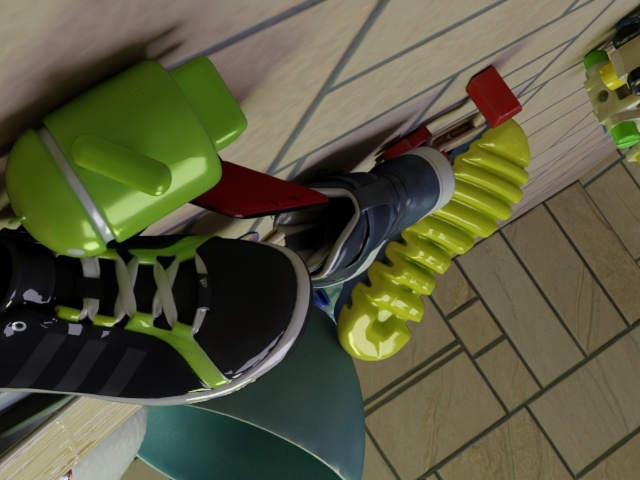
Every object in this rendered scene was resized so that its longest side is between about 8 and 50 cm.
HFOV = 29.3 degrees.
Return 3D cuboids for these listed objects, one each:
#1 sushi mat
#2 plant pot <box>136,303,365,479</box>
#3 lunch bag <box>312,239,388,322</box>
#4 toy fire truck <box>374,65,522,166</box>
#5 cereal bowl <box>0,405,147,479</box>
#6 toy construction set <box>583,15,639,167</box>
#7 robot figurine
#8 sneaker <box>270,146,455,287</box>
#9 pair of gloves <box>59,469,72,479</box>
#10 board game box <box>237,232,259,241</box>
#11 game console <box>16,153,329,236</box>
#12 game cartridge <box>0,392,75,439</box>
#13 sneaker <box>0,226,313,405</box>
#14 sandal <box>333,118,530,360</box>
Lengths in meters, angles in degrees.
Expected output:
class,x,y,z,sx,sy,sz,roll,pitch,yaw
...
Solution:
class,x,y,z,sx,sy,sz,roll,pitch,yaw
sushi mat,-0.148,0.113,0.978,0.316,0.019,0.151,-40,165,-16
plant pot,-0.070,0.172,1.411,0.290,0.290,0.195,-45,-159,58
lunch bag,0.059,0.035,1.616,0.176,0.090,0.219,-33,173,-12
toy fire truck,0.120,-0.095,1.194,0.135,0.047,0.192,-35,174,-4
cereal bowl,-0.307,0.242,1.187,0.339,0.141,0.339,-34,172,-5
toy construction set,0.432,-0.213,1.373,0.215,0.151,0.327,14,128,-47
robot figurine,-0.091,-0.037,0.556,0.115,0.067,0.101,-32,-175,-10
sneaker,-0.001,-0.002,1.123,0.163,0.086,0.226,-26,170,-43
pair of gloves,-0.290,0.256,1.032,0.159,0.023,0.198,-5,130,-41
board game box,-0.120,0.052,1.167,0.169,0.033,0.133,-30,172,-32
game console,-0.083,-0.009,0.695,0.124,0.085,0.144,-43,170,18
game cartridge,-0.230,0.103,0.950,0.297,0.062,0.198,-27,166,-40
sneaker,-0.121,0.036,0.596,0.235,0.084,0.097,-6,163,3
sandal,0.105,-0.023,1.388,0.317,0.138,0.126,-48,133,5
